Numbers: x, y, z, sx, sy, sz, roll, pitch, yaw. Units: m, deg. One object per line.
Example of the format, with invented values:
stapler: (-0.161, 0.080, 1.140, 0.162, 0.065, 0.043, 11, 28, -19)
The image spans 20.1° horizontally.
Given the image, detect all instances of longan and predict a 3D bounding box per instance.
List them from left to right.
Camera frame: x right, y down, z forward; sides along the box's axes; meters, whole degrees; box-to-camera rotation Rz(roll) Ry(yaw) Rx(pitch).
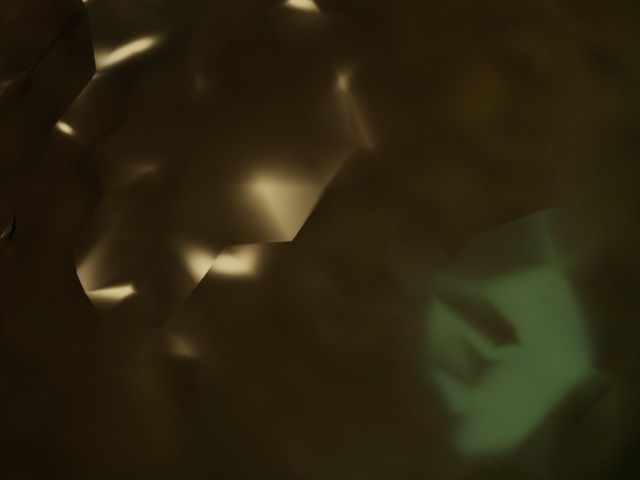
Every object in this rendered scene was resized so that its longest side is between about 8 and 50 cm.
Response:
longan: (0.000, 0.000, 0.748, 0.391, 0.391, 0.391, -23, 127, -34)
